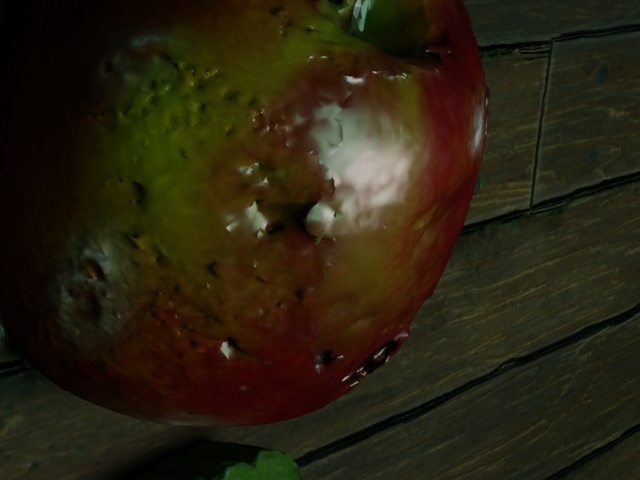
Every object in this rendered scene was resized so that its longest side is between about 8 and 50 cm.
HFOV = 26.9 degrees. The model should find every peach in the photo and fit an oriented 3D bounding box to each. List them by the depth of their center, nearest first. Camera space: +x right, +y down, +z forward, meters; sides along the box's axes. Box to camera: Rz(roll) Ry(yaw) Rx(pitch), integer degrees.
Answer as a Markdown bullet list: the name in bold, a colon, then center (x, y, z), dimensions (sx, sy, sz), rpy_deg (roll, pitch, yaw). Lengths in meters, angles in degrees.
- **peach**: center (-0.076, -0.042, 0.989), dimensions (0.339, 0.353, 0.416), rpy_deg (-1, 147, -43)

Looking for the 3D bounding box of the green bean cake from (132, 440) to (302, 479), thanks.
- **green bean cake**: center (-0.104, 0.319, 1.169), dimensions (0.222, 0.124, 0.248), rpy_deg (-28, 109, -48)
